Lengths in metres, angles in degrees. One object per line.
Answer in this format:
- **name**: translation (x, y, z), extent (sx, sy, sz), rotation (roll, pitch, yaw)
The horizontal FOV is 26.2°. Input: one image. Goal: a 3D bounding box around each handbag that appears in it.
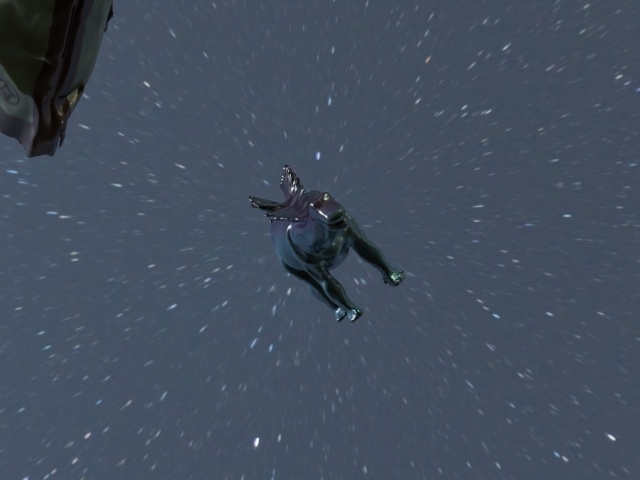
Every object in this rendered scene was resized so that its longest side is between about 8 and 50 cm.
- **handbag**: translation (-0.186, -0.196, 0.818), extent (0.213, 0.127, 0.235), rotation (51, -49, 34)

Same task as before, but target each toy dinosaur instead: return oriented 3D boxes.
- **toy dinosaur**: translation (0.000, 0.000, 0.686), extent (0.045, 0.197, 0.080), rotation (-40, -86, -7)
